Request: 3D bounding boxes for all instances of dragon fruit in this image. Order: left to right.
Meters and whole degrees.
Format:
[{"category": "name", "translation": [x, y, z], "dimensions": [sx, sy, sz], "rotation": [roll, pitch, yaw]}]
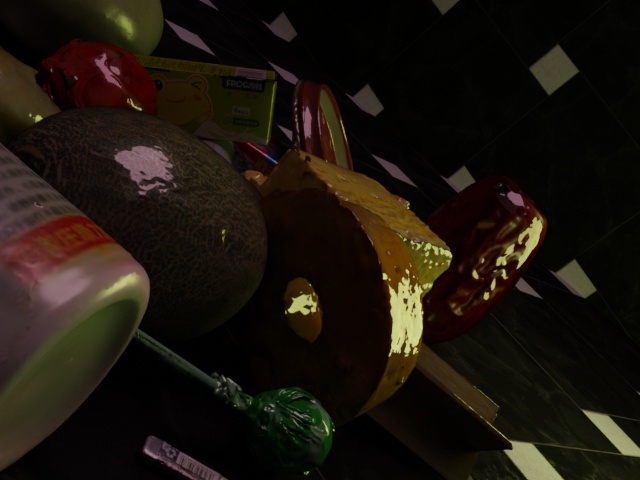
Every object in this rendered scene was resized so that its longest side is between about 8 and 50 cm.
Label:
[{"category": "dragon fruit", "translation": [-0.330, -0.207, 1.354], "dimensions": [0.209, 0.172, 0.172], "rotation": [6, 33, -41]}]

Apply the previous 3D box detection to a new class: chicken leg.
[{"category": "chicken leg", "translation": [-0.362, -0.129, 1.170], "dimensions": [0.429, 0.152, 0.201], "rotation": [32, 28, -40]}]

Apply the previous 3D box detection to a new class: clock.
[{"category": "clock", "translation": [-0.001, -0.151, 1.772], "dimensions": [0.318, 0.080, 0.318], "rotation": [-9, 90, -79]}]

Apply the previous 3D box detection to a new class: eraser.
[{"category": "eraser", "translation": [-0.126, 0.219, 0.872], "dimensions": [0.099, 0.019, 0.027], "rotation": [32, 32, -12]}]

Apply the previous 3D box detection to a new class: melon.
[{"category": "melon", "translation": [-0.421, -0.421, 1.612], "dimensions": [0.272, 0.272, 0.308], "rotation": [47, 13, 33]}, {"category": "melon", "translation": [-0.194, -0.009, 0.969], "dimensions": [0.329, 0.248, 0.248], "rotation": [18, 24, -53]}]

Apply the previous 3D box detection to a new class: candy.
[{"category": "candy", "translation": [-0.199, -0.200, 1.721], "dimensions": [0.306, 0.100, 0.157], "rotation": [35, 17, -2]}, {"category": "candy", "translation": [-0.101, 0.144, 0.902], "dimensions": [0.323, 0.097, 0.097], "rotation": [40, 11, -38]}]

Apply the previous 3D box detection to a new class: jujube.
[{"category": "jujube", "translation": [0.231, 0.035, 1.568], "dimensions": [0.223, 0.318, 0.223], "rotation": [42, 14, -13]}]

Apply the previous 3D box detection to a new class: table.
[{"category": "table", "translation": [0.135, 0.212, 1.216], "dimensions": [0.226, 0.167, 0.167], "rotation": [41, 15, -16]}]

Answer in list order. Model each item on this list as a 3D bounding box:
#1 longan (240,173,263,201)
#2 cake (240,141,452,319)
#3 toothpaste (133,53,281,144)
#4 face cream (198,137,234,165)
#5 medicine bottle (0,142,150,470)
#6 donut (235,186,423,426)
[{"category": "longan", "translation": [-0.142, -0.011, 1.209], "dimensions": [0.189, 0.189, 0.189], "rotation": [33, 17, -11]}, {"category": "cake", "translation": [0.000, 0.000, 1.360], "dimensions": [0.227, 0.222, 0.286], "rotation": [20, 22, -47]}, {"category": "toothpaste", "translation": [-0.232, -0.232, 1.490], "dimensions": [0.327, 0.110, 0.077], "rotation": [6, 23, -4]}, {"category": "face cream", "translation": [-0.191, -0.106, 1.478], "dimensions": [0.101, 0.101, 0.252], "rotation": [32, 17, -15]}, {"category": "medicine bottle", "translation": [-0.342, -0.011, 0.721], "dimensions": [0.388, 0.219, 0.219], "rotation": [38, 17, 9]}, {"category": "donut", "translation": [0.007, 0.076, 1.077], "dimensions": [0.108, 0.277, 0.277], "rotation": [-3, 41, -47]}]
